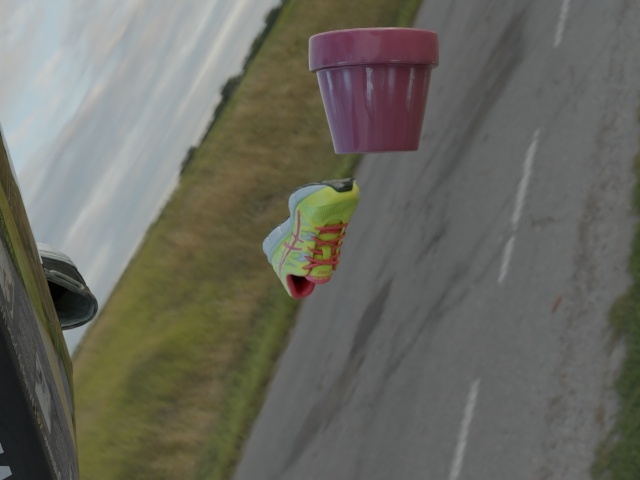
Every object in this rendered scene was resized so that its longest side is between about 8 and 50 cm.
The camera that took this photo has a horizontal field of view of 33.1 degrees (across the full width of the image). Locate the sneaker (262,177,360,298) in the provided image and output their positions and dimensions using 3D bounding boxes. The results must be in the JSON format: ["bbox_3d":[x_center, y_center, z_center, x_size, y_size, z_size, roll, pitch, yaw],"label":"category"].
[{"bbox_3d":[0.000,0.000,1.268,0.208,0.081,0.094,123,134,-56],"label":"sneaker"}]

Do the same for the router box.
[{"bbox_3d":[-0.244,0.054,0.769,0.243,0.081,0.309,-114,14,-55],"label":"router box"}]

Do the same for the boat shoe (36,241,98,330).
[{"bbox_3d":[-0.397,0.056,1.293,0.335,0.119,0.121,-1,-61,-57],"label":"boat shoe"}]

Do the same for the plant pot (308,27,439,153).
[{"bbox_3d":[0.084,-0.224,1.650,0.201,0.201,0.180,-146,53,-84],"label":"plant pot"}]
